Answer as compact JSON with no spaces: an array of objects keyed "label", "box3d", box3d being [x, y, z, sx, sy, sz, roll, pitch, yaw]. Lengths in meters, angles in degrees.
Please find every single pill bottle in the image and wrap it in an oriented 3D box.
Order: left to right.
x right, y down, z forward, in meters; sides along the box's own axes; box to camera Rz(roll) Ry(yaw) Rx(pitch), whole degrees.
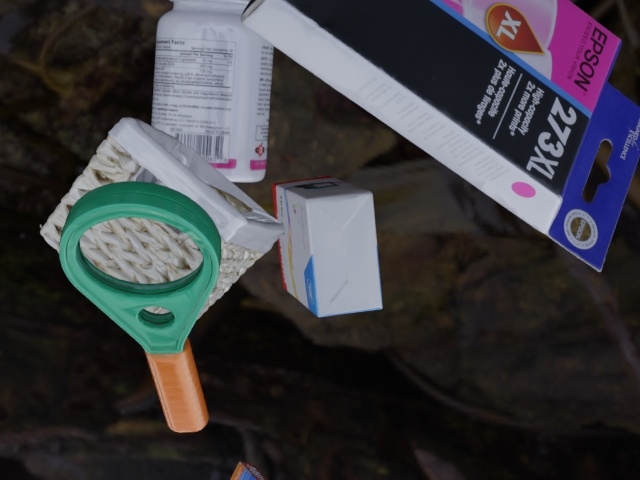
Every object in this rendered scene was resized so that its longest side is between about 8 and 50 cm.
[{"label":"pill bottle","box3d":[-0.145,-0.225,1.750,0.160,0.283,0.160,4,-174,0]}]

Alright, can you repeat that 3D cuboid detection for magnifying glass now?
[{"label":"magnifying glass","box3d":[-0.099,0.048,0.796,0.092,0.026,0.231,-2,138,4]}]

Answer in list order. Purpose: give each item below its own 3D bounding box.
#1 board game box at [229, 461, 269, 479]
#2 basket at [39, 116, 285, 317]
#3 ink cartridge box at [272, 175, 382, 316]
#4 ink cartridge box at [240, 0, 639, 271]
[{"label":"board game box","box3d":[-0.109,0.399,1.411,0.027,0.281,0.145,22,-172,-38]},{"label":"basket","box3d":[-0.109,-0.008,0.922,0.113,0.103,0.167,41,-176,8]},{"label":"ink cartridge box","box3d":[0.000,0.000,1.499,0.078,0.134,0.231,-8,-171,-13]},{"label":"ink cartridge box","box3d":[0.129,-0.146,1.054,0.371,0.175,0.069,34,151,-17]}]
